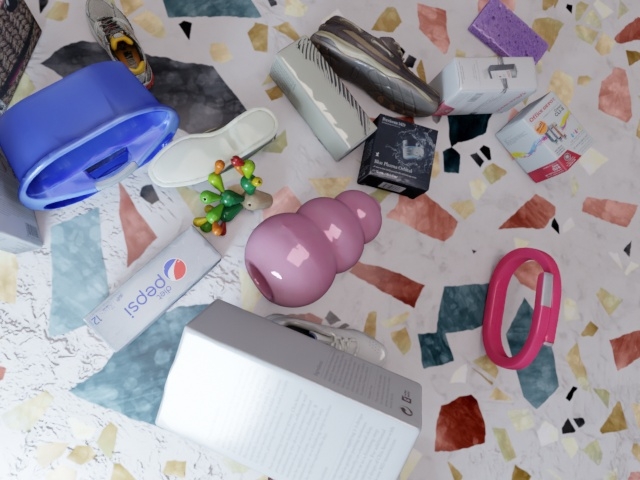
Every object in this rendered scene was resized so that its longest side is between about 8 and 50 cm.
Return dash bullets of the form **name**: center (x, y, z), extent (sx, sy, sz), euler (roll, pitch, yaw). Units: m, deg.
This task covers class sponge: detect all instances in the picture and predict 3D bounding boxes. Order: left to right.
- **sponge**: center (0.517, -0.557, 1.379), extent (0.210, 0.031, 0.117), euler (38, 77, -7)

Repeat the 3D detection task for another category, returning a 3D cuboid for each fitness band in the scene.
- **fitness band**: center (0.468, 0.158, 1.183), extent (0.054, 0.209, 0.291), euler (16, 80, -14)

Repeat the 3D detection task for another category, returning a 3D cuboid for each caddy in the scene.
- **caddy**: center (-0.449, -0.189, 1.000), extent (0.341, 0.241, 0.179), euler (-36, 87, -14)

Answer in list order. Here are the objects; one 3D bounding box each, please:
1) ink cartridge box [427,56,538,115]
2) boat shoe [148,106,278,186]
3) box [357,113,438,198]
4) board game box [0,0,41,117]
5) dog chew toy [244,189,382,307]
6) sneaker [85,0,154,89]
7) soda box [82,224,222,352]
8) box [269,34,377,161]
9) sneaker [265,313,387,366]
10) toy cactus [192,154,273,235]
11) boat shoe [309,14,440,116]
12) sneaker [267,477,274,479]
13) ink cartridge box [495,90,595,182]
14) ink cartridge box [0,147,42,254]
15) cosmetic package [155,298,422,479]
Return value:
- **ink cartridge box**: center (0.403, -0.385, 1.264), extent (0.217, 0.158, 0.092), euler (-4, 83, -14)
- **boat shoe**: center (-0.234, -0.197, 1.126), extent (0.305, 0.091, 0.109), euler (-30, 91, -14)
- **box**: center (0.187, -0.202, 1.225), extent (0.156, 0.093, 0.158), euler (13, 79, -11)
- **board game box**: center (-0.680, -0.401, 0.945), extent (0.141, 0.291, 0.232), euler (19, 80, -10)
- **dog chew toy**: center (0.000, 0.000, 1.109), extent (0.332, 0.206, 0.207), euler (-34, 91, -23)
- **sneaker**: center (-0.440, -0.445, 1.109), extent (0.088, 0.093, 0.225), euler (-34, 91, -15)
- **soda box**: center (-0.344, 0.100, 1.062), extent (0.286, 0.091, 0.098), euler (-44, 93, -15)
- **box**: center (0.003, -0.331, 1.190), extent (0.094, 0.113, 0.275), euler (-39, 94, -16)
- **sneaker**: center (0.014, 0.236, 1.109), extent (0.297, 0.129, 0.111), euler (13, 78, -12)
- **toy cactus**: center (-0.175, -0.088, 1.099), extent (0.180, 0.219, 0.112), euler (-1, 40, -47)
- **boat shoe**: center (0.148, -0.433, 1.226), extent (0.355, 0.132, 0.130), euler (29, 78, -9)
- **sneaker**: center (-0.060, 0.561, 1.064), extent (0.125, 0.104, 0.262), euler (24, 78, -11)
- **ink cartridge box**: center (0.578, -0.266, 1.306), extent (0.128, 0.127, 0.176), euler (-43, 93, -14)
- **ink cartridge box**: center (-0.611, -0.108, 0.932), extent (0.060, 0.275, 0.239), euler (-16, 86, -14)
- **cosmetic package**: center (-0.057, 0.316, 0.971), extent (0.453, 0.161, 0.230), euler (22, 107, 5)
